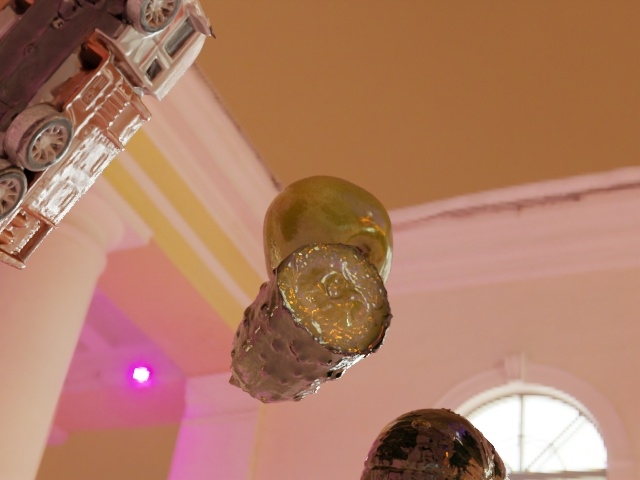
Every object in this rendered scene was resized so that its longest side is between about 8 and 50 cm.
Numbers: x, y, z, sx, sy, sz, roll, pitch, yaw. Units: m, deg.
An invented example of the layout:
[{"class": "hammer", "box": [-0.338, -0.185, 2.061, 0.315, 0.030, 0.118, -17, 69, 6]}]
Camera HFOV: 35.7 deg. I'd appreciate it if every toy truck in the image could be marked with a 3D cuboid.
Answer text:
[{"class": "toy truck", "box": [-0.291, -0.163, 1.099, 0.173, 0.387, 0.207, 37, -7, 20]}]

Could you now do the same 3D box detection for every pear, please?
[{"class": "pear", "box": [0.000, 0.000, 1.276, 0.166, 0.216, 0.180, -23, -69, -14]}]

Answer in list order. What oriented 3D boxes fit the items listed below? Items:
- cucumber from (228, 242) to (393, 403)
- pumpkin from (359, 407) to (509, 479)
[{"class": "cucumber", "box": [-0.036, 0.109, 1.064, 0.134, 0.134, 0.244, 24, -39, -18]}, {"class": "pumpkin", "box": [0.119, 0.271, 1.048, 0.190, 0.190, 0.146, 35, -36, -30]}]
